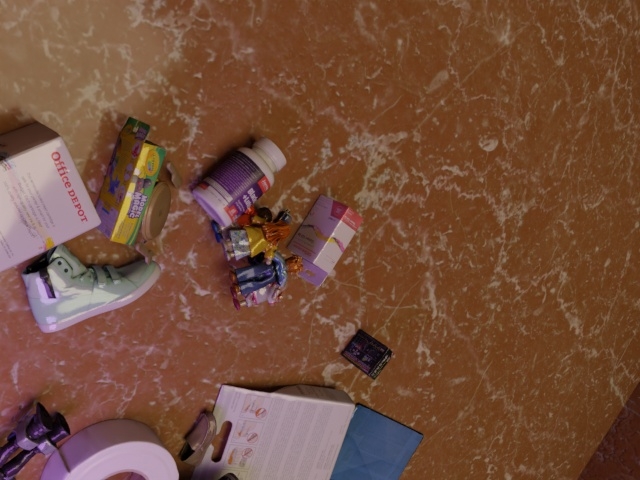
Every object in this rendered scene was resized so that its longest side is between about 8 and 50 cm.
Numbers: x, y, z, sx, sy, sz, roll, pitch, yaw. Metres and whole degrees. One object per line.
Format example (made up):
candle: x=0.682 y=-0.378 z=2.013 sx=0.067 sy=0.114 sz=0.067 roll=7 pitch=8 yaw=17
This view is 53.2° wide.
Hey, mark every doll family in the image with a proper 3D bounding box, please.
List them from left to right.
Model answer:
doll family: x=-0.126 y=0.043 z=1.417 sx=0.163 sy=0.118 sz=0.262 roll=-19 pitch=109 yaw=-19

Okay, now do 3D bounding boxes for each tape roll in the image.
tape roll: x=-0.465 y=0.544 z=1.411 sx=0.286 sy=0.100 sz=0.286 roll=-15 pitch=117 yaw=-32

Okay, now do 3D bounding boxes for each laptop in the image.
laptop: x=0.175 y=0.768 z=1.905 sx=0.236 sy=0.407 sz=0.382 roll=-35 pitch=134 yaw=22

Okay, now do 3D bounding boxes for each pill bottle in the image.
pill bottle: x=-0.167 y=-0.129 z=1.360 sx=0.193 sy=0.108 sz=0.108 roll=-45 pitch=128 yaw=-14

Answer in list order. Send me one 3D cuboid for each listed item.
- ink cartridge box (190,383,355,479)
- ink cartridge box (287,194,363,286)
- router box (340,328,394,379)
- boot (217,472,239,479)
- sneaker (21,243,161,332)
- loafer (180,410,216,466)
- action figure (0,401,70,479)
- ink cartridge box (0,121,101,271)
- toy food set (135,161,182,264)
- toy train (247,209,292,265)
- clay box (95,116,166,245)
ink cartridge box: x=-0.130 y=0.529 z=1.693 sx=0.385 sy=0.091 sz=0.308 roll=15 pitch=99 yaw=-23
ink cartridge box: x=0.000 y=0.000 z=1.534 sx=0.067 sy=0.115 sz=0.198 roll=35 pitch=85 yaw=-41
router box: x=0.129 y=0.312 z=1.751 sx=0.092 sy=0.122 sz=0.038 roll=-50 pitch=134 yaw=-10
boot: x=-0.311 y=0.667 z=1.532 sx=0.236 sy=0.085 sz=0.179 roll=-54 pitch=154 yaw=17
sneaker: x=-0.441 y=0.060 z=1.239 sx=0.256 sy=0.094 sz=0.151 roll=-26 pitch=120 yaw=-28
loafer: x=-0.295 y=0.482 z=1.542 sx=0.050 sy=0.056 sz=0.148 roll=12 pitch=100 yaw=-46
action figure: x=-0.635 y=0.450 z=1.252 sx=0.285 sy=0.099 sz=0.185 roll=-40 pitch=134 yaw=-13
ink cartridge box: x=-0.528 y=-0.071 z=1.071 sx=0.233 sy=0.168 sz=0.171 roll=-29 pitch=124 yaw=-25
toy food set: x=-0.332 y=-0.058 z=1.259 sx=0.132 sy=0.039 sz=0.192 roll=95 pitch=12 yaw=-73
toy train: x=-0.115 y=-0.005 z=1.497 sx=0.027 sy=0.036 sz=0.158 roll=39 pitch=83 yaw=-40
clay box: x=-0.360 y=-0.115 z=1.208 sx=0.053 sy=0.127 sz=0.222 roll=17 pitch=97 yaw=-40
